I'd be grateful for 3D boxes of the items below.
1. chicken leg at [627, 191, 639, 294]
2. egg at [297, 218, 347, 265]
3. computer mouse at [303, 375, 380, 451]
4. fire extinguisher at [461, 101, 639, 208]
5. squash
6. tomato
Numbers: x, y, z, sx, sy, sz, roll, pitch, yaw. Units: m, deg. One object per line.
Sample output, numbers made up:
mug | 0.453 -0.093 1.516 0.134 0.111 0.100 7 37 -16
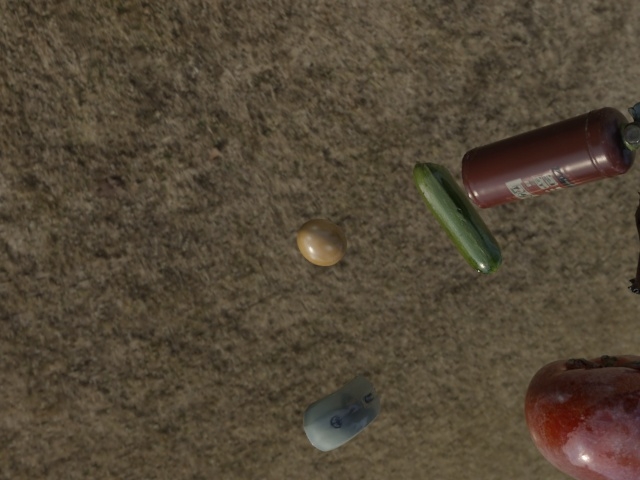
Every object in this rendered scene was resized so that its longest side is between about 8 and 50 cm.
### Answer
chicken leg | 0.632 0.029 1.479 0.063 0.105 0.233 -15 108 -52
egg | 0.000 0.000 1.372 0.080 0.080 0.096 -39 131 5
computer mouse | 0.051 0.298 1.387 0.182 0.089 0.056 -25 -178 -43
fire extinguisher | 0.386 -0.113 1.200 0.107 0.337 0.147 -23 96 -45
squash | 0.238 -0.044 1.382 0.069 0.238 0.069 -34 175 -3
tomato | 0.496 0.315 1.377 0.270 0.270 0.226 -3 88 -29
